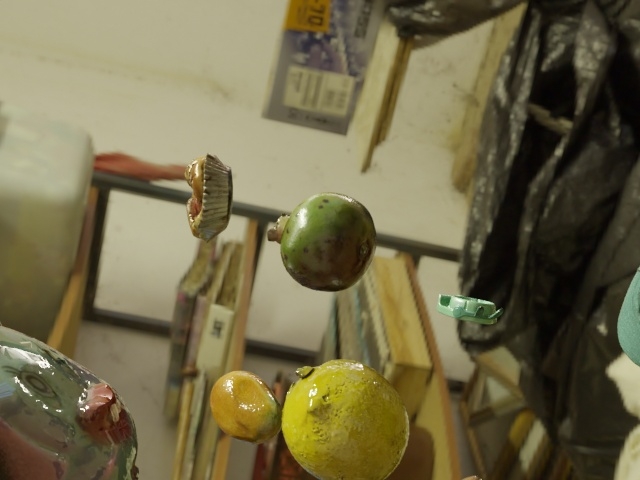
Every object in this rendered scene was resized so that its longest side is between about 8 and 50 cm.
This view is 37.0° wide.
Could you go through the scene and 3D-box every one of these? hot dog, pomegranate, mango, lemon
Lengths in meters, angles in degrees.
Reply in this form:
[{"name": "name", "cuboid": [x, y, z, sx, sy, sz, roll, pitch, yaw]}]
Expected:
[{"name": "hot dog", "cuboid": [-0.166, -0.065, 1.419, 0.252, 0.069, 0.131, 164, 104, -81]}, {"name": "pomegranate", "cuboid": [0.007, 0.003, 1.156, 0.130, 0.130, 0.130, -169, 90, -83]}, {"name": "mango", "cuboid": [-0.124, 0.289, 1.625, 0.165, 0.089, 0.115, 39, 113, 39]}, {"name": "lemon", "cuboid": [0.038, 0.258, 1.336, 0.173, 0.206, 0.174, -35, 33, 28]}]

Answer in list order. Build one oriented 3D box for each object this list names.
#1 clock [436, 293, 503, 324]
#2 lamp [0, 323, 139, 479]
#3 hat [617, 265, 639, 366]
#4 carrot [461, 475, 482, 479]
[{"name": "clock", "cuboid": [0.294, 0.134, 1.841, 0.135, 0.101, 0.041, -166, 86, -67]}, {"name": "lamp", "cuboid": [-0.202, 0.200, 0.612, 0.301, 0.247, 0.247, 58, -168, -26]}, {"name": "hat", "cuboid": [0.420, 0.061, 1.078, 0.078, 0.138, 0.191, -5, -51, -54]}, {"name": "carrot", "cuboid": [0.182, 0.411, 1.469, 0.165, 0.036, 0.036, -35, 20, 13]}]
